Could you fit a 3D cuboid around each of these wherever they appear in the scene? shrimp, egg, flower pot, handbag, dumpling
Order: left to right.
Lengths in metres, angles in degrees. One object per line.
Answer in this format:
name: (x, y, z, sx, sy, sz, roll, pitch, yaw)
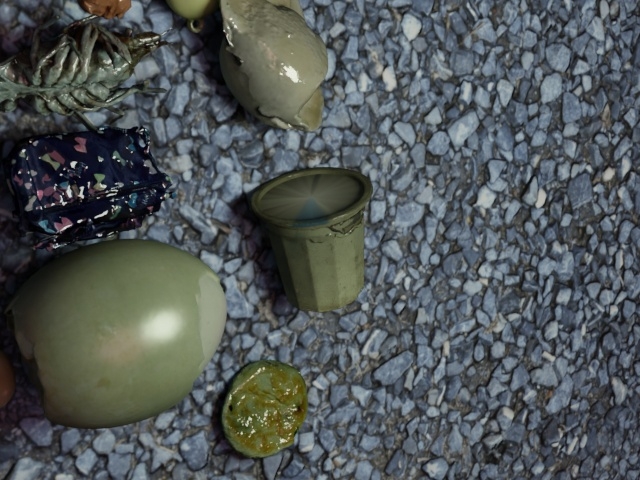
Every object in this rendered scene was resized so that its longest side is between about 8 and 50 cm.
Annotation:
shrimp: (-0.395, -0.237, 1.659, 0.410, 0.166, 0.221, -13, 140, -19)
handbag: (-0.352, -0.080, 1.693, 0.260, 0.113, 0.162, -17, 82, -43)
egg: (-0.295, 0.134, 1.708, 0.336, 0.278, 0.278, -18, 108, -24)
dumpling: (-0.064, -0.322, 1.865, 0.243, 0.175, 0.227, 91, 19, -52)
flower pot: (0.000, 0.000, 1.956, 0.212, 0.212, 0.203, -29, 126, -27)

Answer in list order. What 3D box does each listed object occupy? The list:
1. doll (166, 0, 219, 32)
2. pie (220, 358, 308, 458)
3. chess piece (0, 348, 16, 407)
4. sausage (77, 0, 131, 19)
doll: (-0.206, -0.478, 1.771, 0.141, 0.117, 0.296, -14, 120, -35)
pie: (-0.101, 0.302, 2.022, 0.186, 0.041, 0.187, -7, 102, -34)
chess piece: (-0.571, 0.235, 1.639, 0.261, 0.142, 0.143, -19, 109, -38)
sausage: (-0.331, -0.465, 1.652, 0.086, 0.086, 0.289, -3, 80, -34)
